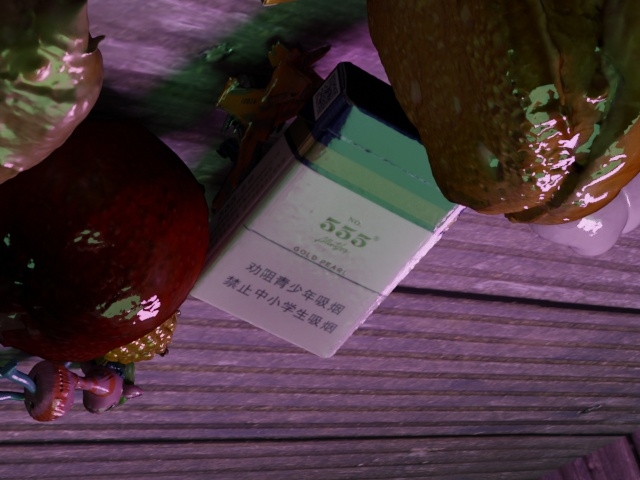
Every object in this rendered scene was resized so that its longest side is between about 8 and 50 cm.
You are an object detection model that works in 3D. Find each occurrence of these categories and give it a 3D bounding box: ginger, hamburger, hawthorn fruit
[{"bbox_3d":[-0.259,-0.101,1.404,0.138,0.152,0.267,30,114,-32],"label":"ginger"},{"bbox_3d":[0.148,-0.153,1.423,0.170,0.290,0.314,-9,164,-17],"label":"hamburger"},{"bbox_3d":[-0.191,-0.005,1.644,0.230,0.210,0.266,-39,165,36],"label":"hawthorn fruit"}]

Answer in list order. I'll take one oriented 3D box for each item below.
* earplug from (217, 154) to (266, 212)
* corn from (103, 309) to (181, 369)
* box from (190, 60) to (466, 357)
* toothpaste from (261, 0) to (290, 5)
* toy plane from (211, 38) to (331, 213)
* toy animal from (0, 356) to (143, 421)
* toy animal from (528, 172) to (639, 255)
[{"bbox_3d":[-0.001,0.008,1.912,0.257,0.280,0.164,40,93,-30],"label":"earplug"},{"bbox_3d":[-0.227,0.049,1.897,0.106,0.106,0.305,-22,158,6],"label":"corn"},{"bbox_3d":[0.014,-0.023,1.677,0.168,0.071,0.259,28,121,-24],"label":"box"},{"bbox_3d":[0.019,-0.273,1.309,0.089,0.071,0.313,-10,159,-19],"label":"toothpaste"},{"bbox_3d":[-0.060,-0.105,1.683,0.135,0.062,0.188,-3,142,-47],"label":"toy plane"},{"bbox_3d":[-0.295,0.155,2.169,0.208,0.100,0.103,5,110,-45],"label":"toy animal"},{"bbox_3d":[0.321,-0.071,2.067,0.193,0.127,0.178,-15,158,-9],"label":"toy animal"}]
